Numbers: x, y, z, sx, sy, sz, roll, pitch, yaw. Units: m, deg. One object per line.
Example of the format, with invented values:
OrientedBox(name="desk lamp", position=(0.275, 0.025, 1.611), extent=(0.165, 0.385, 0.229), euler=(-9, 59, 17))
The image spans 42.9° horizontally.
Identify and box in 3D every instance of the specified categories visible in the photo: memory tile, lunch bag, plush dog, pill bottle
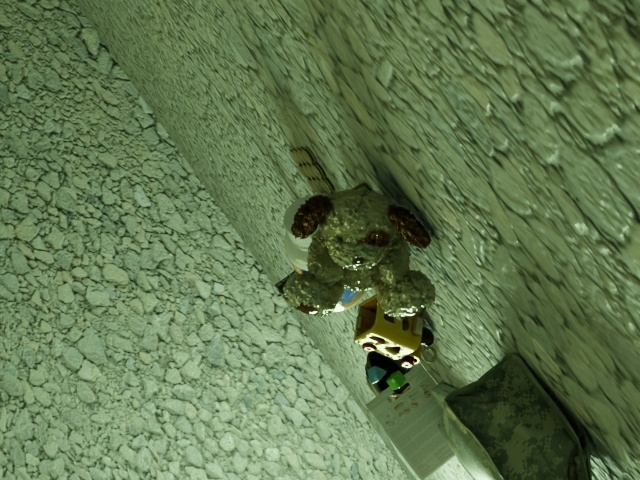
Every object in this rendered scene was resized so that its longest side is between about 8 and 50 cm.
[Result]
OrientedBox(name="memory tile", position=(-0.020, -0.149, 1.731), extent=(0.113, 0.012, 0.148), euler=(57, 170, -13))
OrientedBox(name="lunch bag", position=(0.337, 0.362, 1.344), extent=(0.287, 0.168, 0.235), euler=(55, 171, 23))
OrientedBox(name="plush dog", position=(0.069, 0.000, 1.378), extent=(0.225, 0.262, 0.211), euler=(89, -176, -55))
OrientedBox(name="pill bottle", position=(0.008, 0.028, 1.787), extent=(0.152, 0.152, 0.272), euler=(46, 168, 38))

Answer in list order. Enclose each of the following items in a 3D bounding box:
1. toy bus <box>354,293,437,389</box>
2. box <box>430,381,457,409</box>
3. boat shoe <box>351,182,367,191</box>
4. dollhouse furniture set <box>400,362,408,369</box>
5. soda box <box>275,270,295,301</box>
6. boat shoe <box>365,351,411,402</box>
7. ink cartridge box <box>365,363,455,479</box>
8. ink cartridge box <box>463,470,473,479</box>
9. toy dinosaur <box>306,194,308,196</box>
OrientedBox(name="toy bus", position=(0.170, 0.190, 1.697), extent=(0.104, 0.202, 0.191), euler=(-37, 81, 50))
OrientedBox(name="box", position=(0.333, 0.404, 1.862), extent=(0.145, 0.038, 0.186), euler=(56, 171, -6))
OrientedBox(name="boat shoe", position=(0.069, -0.060, 1.511), extent=(0.045, 0.050, 0.135), euler=(57, 171, 13))
OrientedBox(name="dollhouse furniture set", position=(0.157, 0.245, 1.950), extent=(0.151, 0.059, 0.076), euler=(30, 166, 19))
OrientedBox(name="soda box", position=(-0.031, 0.096, 2.128), extent=(0.053, 0.169, 0.060), euler=(59, 169, -30))
OrientedBox(name="boat shoe", position=(0.217, 0.422, 2.182), extent=(0.355, 0.132, 0.130), euler=(41, 164, 47))
OrientedBox(name="ink cartridge box", position=(0.244, 0.445, 1.993), extent=(0.225, 0.181, 0.056), euler=(51, 166, 18))
OrientedBox(name="ink cartridge box", position=(0.412, 0.563, 1.903), extent=(0.134, 0.078, 0.231), euler=(50, 169, 21))
OrientedBox(name="toy dinosaur", position=(0.000, 0.000, 1.982), extent=(0.112, 0.064, 0.212), euler=(48, 168, 36))
